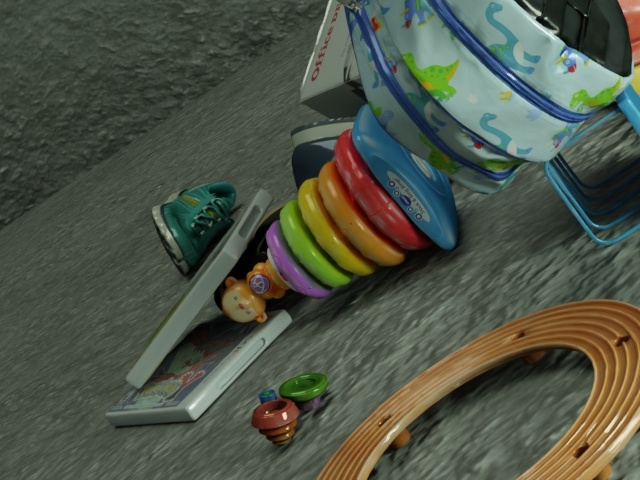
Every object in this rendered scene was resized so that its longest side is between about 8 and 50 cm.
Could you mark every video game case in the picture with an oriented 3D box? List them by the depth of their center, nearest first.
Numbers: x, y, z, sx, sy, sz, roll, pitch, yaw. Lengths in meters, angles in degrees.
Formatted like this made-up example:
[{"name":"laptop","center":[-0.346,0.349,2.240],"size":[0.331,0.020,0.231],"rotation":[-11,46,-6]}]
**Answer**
[{"name":"video game case","center":[-0.149,0.154,1.789],"size":[0.183,0.023,0.201],"rotation":[-45,18,-32]},{"name":"video game case","center":[-0.148,0.058,1.847],"size":[0.227,0.026,0.206],"rotation":[-51,5,24]}]

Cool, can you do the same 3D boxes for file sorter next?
[{"name":"file sorter","center":[0.278,-0.088,1.440],"size":[0.104,0.118,0.170],"rotation":[-33,15,16]}]

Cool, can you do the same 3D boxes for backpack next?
[{"name":"backpack","center":[0.156,-0.213,1.382],"size":[0.273,0.290,0.355],"rotation":[-48,29,10]}]

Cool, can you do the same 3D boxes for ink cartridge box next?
[{"name":"ink cartridge box","center":[0.127,-0.281,1.930],"size":[0.307,0.129,0.223],"rotation":[-14,54,58]}]

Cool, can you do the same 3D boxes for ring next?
[{"name":"ring","center":[0.126,0.162,1.171],"size":[0.336,0.032,0.336],"rotation":[-33,15,10]}]

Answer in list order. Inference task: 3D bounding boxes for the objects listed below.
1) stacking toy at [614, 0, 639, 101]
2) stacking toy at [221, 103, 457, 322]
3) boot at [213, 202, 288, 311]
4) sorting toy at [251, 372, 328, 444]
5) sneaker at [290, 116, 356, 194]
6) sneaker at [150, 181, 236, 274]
[{"name":"stacking toy","center":[0.429,-0.296,1.635],"size":[0.279,0.130,0.309],"rotation":[-9,28,36]},{"name":"stacking toy","center":[0.000,0.000,1.702],"size":[0.302,0.175,0.166],"rotation":[-37,13,17]},{"name":"boot","center":[-0.046,0.000,1.869],"size":[0.137,0.077,0.198],"rotation":[-50,8,49]},{"name":"sorting toy","center":[-0.031,0.171,1.474],"size":[0.061,0.042,0.102],"rotation":[0,22,39]},{"name":"sneaker","center":[0.111,-0.096,1.892],"size":[0.319,0.131,0.112],"rotation":[-6,-9,30]},{"name":"sneaker","center":[-0.194,-0.035,2.324],"size":[0.110,0.107,0.275],"rotation":[-22,18,12]}]
